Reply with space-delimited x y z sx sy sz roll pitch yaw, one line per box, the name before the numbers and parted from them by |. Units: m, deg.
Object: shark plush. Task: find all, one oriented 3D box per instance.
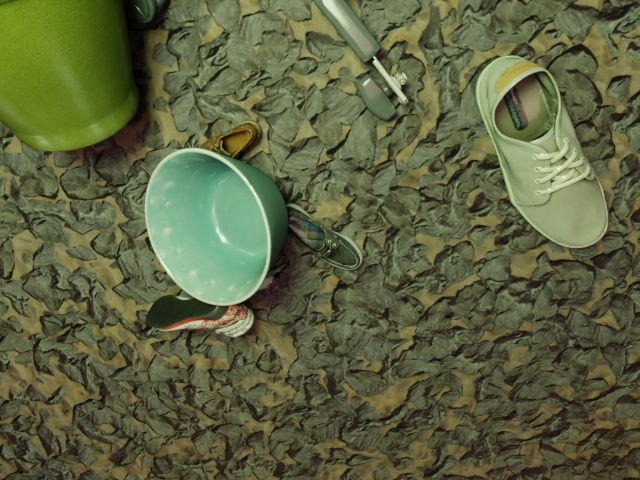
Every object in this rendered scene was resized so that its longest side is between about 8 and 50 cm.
shark plush | -0.154 0.085 1.021 0.161 0.073 0.067 -22 78 16

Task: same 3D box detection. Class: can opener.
can opener | 0.076 -0.361 0.827 0.093 0.074 0.280 -35 105 15

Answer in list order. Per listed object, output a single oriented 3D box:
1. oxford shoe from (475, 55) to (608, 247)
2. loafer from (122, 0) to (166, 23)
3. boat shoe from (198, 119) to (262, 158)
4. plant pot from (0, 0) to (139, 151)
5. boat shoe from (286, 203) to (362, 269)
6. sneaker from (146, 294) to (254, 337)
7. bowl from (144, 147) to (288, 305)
oxford shoe | 0.454 -0.156 0.859 0.169 0.130 0.449 -31 107 12
loafer | -0.421 -0.499 0.809 0.267 0.084 0.096 26 141 -3
boat shoe | -0.208 -0.197 0.911 0.178 0.060 0.064 -29 107 13
plant pot | -0.476 -0.349 0.694 0.366 0.367 0.353 1 145 2
boat shoe | 0.000 0.000 0.967 0.228 0.076 0.080 39 108 -11
sneaker | -0.290 0.191 1.043 0.270 0.090 0.145 -14 144 31
bowl | -0.190 -0.039 0.886 0.311 0.163 0.312 9 109 26
